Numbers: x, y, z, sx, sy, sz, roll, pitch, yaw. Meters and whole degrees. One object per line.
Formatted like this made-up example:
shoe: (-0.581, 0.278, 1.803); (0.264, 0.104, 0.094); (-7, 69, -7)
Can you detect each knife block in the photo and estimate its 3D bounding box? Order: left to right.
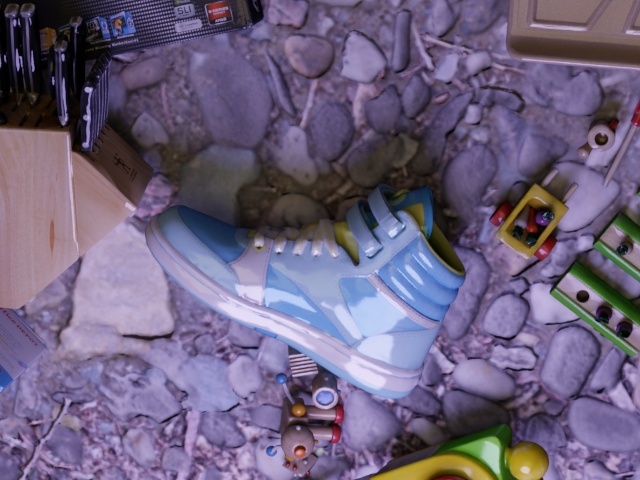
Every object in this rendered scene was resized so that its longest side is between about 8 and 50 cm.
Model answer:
knife block: (-0.303, -0.094, 1.597); (0.276, 0.088, 0.242); (-38, 108, 25)

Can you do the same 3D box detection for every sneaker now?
sneaker: (0.000, 0.000, 1.587); (0.319, 0.127, 0.208); (28, 111, -7)

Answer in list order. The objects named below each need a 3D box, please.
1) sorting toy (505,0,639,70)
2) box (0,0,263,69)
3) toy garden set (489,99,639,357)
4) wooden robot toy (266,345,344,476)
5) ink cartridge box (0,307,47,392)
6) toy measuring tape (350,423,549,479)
sorting toy: (0.337, -0.273, 1.492); (0.307, 0.041, 0.229); (6, 101, 10)
box: (-0.211, -0.295, 1.580); (0.270, 0.060, 0.216); (-9, 104, 14)
toy garden set: (0.306, -0.030, 1.554); (0.204, 0.049, 0.244); (38, 109, 0)
wooden robot toy: (-0.013, 0.195, 1.652); (0.076, 0.079, 0.173); (6, 116, -5)
ink cartridge box: (-0.359, 0.119, 1.690); (0.088, 0.122, 0.052); (46, 112, -3)
toy measuring tape: (0.094, 0.286, 1.655); (0.330, 0.121, 0.121); (-22, 99, 25)
